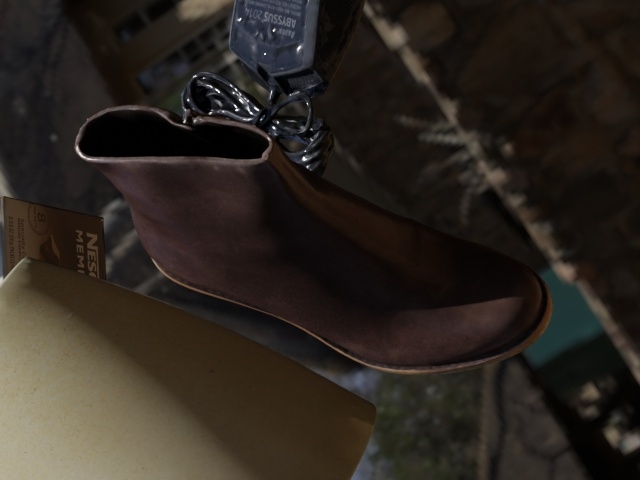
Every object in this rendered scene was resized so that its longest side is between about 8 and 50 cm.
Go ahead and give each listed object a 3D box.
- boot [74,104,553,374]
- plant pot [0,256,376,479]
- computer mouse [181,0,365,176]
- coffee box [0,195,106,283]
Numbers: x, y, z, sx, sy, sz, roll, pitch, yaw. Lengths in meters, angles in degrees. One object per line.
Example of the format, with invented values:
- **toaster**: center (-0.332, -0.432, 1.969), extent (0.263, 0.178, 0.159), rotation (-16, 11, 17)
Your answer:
- **boot**: center (0.000, 0.000, 0.945), extent (0.207, 0.248, 0.090), rotation (56, -135, -63)
- **plant pot**: center (-0.145, 0.145, 1.204), extent (0.274, 0.256, 0.256), rotation (36, -169, -5)
- **computer mouse**: center (-0.018, -0.196, 1.321), extent (0.072, 0.272, 0.188), rotation (-3, -158, -40)
- **coffee box**: center (-0.294, 0.118, 1.579), extent (0.168, 0.119, 0.297), rotation (15, -111, -61)
